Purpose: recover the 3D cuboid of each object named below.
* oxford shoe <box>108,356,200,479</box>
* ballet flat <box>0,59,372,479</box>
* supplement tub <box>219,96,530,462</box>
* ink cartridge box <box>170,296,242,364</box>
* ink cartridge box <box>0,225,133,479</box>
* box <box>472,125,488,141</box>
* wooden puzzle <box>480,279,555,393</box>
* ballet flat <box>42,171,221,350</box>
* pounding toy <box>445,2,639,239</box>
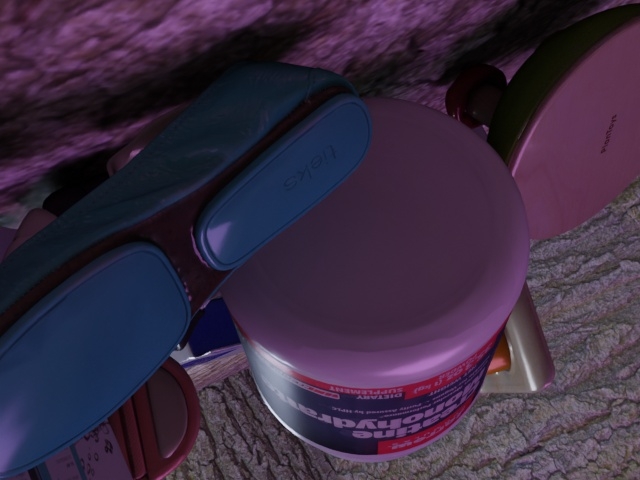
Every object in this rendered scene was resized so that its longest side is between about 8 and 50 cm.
[{"bbox_3d":[-0.281,0.140,0.564,0.397,0.140,0.146,-8,177,-6],"label":"oxford shoe"},{"bbox_3d":[-0.081,-0.001,0.368,0.247,0.087,0.083,-44,140,-25],"label":"ballet flat"},{"bbox_3d":[0.034,0.046,0.582,0.191,0.191,0.272,-25,154,-9],"label":"supplement tub"},{"bbox_3d":[-0.106,0.105,0.954,0.176,0.069,0.371,-13,174,-26],"label":"ink cartridge box"},{"bbox_3d":[-0.213,0.144,0.364,0.198,0.270,0.197,-28,170,8],"label":"ink cartridge box"},{"bbox_3d":[0.053,-0.055,0.750,0.186,0.038,0.145,-16,166,-47],"label":"box"},{"bbox_3d":[0.248,0.102,1.353,0.081,0.322,0.348,-14,170,-9],"label":"wooden puzzle"},{"bbox_3d":[-0.107,0.018,0.546,0.096,0.095,0.280,-37,174,-11],"label":"ballet flat"},{"bbox_3d":[0.177,-0.125,0.581,0.183,0.110,0.236,-4,129,-42],"label":"pounding toy"}]
